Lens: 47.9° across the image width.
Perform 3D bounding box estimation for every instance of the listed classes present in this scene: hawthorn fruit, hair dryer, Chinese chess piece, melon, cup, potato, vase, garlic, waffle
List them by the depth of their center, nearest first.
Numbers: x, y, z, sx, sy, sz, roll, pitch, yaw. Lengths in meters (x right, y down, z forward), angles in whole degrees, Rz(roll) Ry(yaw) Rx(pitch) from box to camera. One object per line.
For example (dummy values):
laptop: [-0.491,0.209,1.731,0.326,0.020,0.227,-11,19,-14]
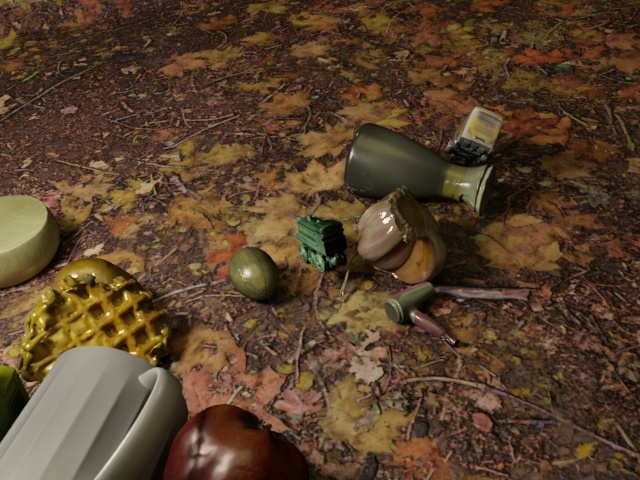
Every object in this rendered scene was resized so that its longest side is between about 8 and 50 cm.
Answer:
cup: [-0.328,0.329,1.019,0.323,0.237,0.326,-35,22,34]
hawthorn fruit: [-0.141,0.368,1.035,0.208,0.208,0.248,23,70,31]
waffle: [-0.397,0.188,1.299,0.262,0.060,0.280,14,62,-23]
hair dryer: [0.206,0.150,1.376,0.106,0.054,0.154,-23,52,-26]
potato: [-0.446,0.104,1.425,0.204,0.158,0.178,16,45,19]
garlic: [0.133,0.004,1.443,0.257,0.207,0.207,-36,47,-22]
melon: [-0.136,0.067,1.470,0.098,0.098,0.130,-19,37,-16]
Chinese chess piece: [-0.716,0.001,1.620,0.250,0.101,0.250,-4,39,3]
vase: [0.230,-0.153,1.658,0.321,0.173,0.173,17,44,16]

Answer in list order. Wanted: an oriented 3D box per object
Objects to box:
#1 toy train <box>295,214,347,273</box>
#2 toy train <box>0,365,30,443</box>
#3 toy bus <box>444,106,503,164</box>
toy train: [0.000,0.000,1.507,0.071,0.111,0.170,-18,20,-20]
toy train: [-0.588,0.226,1.119,0.150,0.368,0.237,-3,36,3]
toy bus: [0.356,-0.241,1.677,0.092,0.106,0.268,24,3,3]
